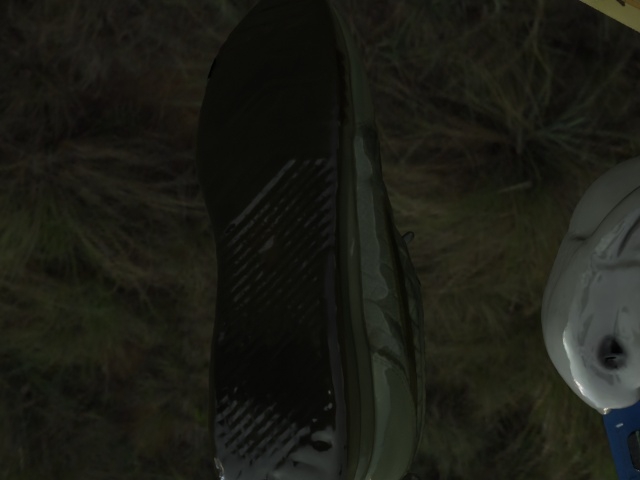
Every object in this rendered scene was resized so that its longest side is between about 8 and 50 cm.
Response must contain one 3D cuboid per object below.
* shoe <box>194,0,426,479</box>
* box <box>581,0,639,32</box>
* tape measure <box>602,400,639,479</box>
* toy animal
[{"bbox_3d":[0.000,0.000,0.469,0.103,0.275,0.098,-15,160,38],"label":"shoe"},{"bbox_3d":[0.162,-0.150,0.505,0.020,0.149,0.073,-41,146,-11],"label":"box"},{"bbox_3d":[0.473,0.326,1.206,0.097,0.351,0.215,4,151,-26],"label":"tape measure"},{"bbox_3d":[0.357,0.007,0.805,0.357,0.194,0.258,-16,118,-4],"label":"toy animal"}]
